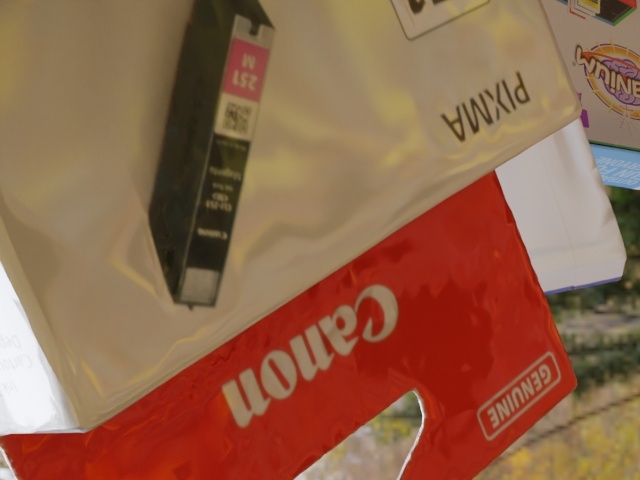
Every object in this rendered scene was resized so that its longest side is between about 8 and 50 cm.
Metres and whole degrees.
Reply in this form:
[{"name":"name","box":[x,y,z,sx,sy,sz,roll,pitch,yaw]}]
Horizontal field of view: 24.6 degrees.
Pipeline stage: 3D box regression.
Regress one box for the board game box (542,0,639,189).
[{"name":"board game box","box":[0.218,-0.199,1.105,0.242,0.064,0.316,8,-109,-30]}]

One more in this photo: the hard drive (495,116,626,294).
[{"name":"hard drive","box":[-0.001,-0.040,0.888,0.040,0.319,0.210,84,174,-60]}]

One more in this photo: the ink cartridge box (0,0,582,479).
[{"name":"ink cartridge box","box":[0.000,0.000,0.502,0.275,0.060,0.238,-31,-78,-43]}]
